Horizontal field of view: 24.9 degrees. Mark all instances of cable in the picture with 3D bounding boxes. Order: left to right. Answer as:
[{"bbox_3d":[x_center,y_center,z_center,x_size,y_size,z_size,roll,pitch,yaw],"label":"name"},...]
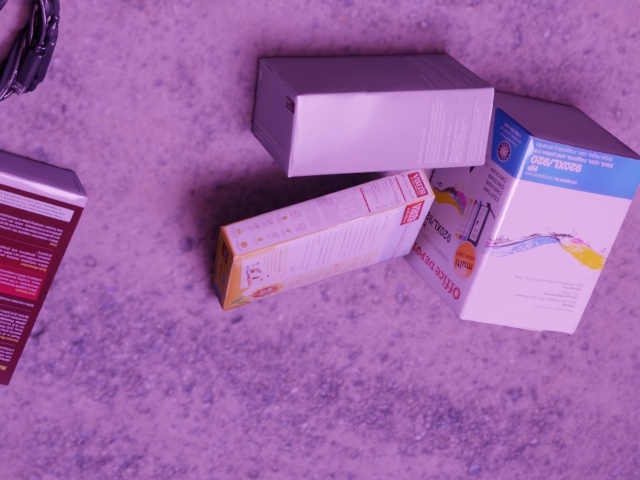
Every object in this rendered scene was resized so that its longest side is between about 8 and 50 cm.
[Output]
[{"bbox_3d":[-0.320,-0.206,1.410,0.150,0.047,0.184,-12,140,-44],"label":"cable"}]

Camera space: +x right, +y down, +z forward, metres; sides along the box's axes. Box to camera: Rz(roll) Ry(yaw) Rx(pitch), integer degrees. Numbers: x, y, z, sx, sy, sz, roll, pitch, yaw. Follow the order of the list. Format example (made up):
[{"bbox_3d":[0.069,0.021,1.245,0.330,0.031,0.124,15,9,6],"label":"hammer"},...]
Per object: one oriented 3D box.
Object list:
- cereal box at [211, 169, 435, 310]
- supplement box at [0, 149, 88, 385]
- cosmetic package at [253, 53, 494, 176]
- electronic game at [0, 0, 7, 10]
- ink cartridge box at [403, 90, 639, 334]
[{"bbox_3d":[0.000,0.000,1.635,0.240,0.047,0.173,-17,160,-15],"label":"cereal box"},{"bbox_3d":[-0.354,0.027,1.537,0.130,0.073,0.239,18,108,-29],"label":"supplement box"},{"bbox_3d":[0.056,-0.141,1.589,0.238,0.127,0.107,-6,118,-18],"label":"cosmetic package"},{"bbox_3d":[-0.391,-0.281,1.369,0.229,0.048,0.229,-15,127,-21],"label":"electronic game"},{"bbox_3d":[0.233,-0.034,1.694,0.168,0.171,0.233,9,112,-26],"label":"ink cartridge box"}]
